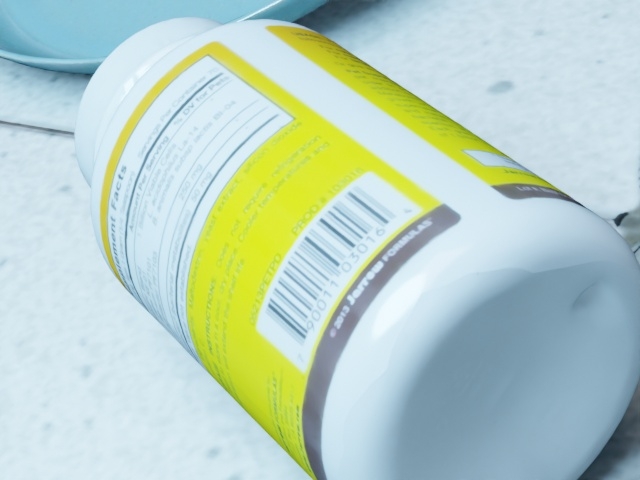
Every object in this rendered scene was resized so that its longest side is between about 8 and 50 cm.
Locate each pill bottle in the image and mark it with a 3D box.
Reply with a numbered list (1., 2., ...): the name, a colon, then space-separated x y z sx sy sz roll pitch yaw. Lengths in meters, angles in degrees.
1. pill bottle: 0.000 0.000 0.564 0.117 0.117 0.215 -33 42 -15

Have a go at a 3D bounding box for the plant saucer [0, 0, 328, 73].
1. plant saucer: -0.052 -0.195 0.828 0.317 0.044 0.318 -16 48 18
